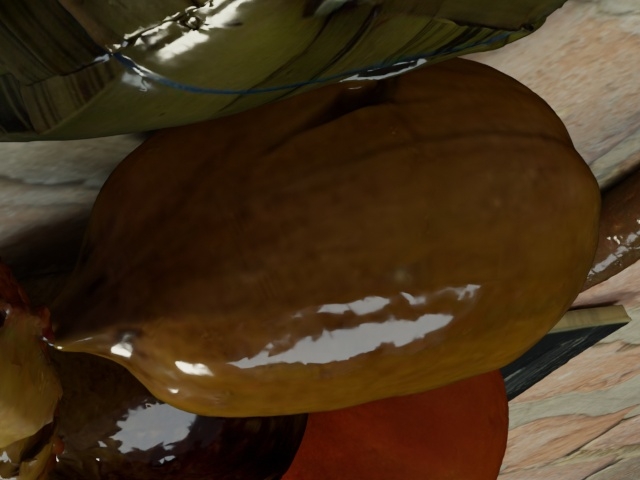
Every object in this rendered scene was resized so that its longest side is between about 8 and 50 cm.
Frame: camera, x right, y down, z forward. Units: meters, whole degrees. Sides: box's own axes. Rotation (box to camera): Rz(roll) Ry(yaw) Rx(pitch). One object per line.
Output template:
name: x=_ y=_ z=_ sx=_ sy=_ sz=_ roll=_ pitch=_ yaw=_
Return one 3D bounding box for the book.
book: x=0.103 y=0.147 z=1.781 sx=0.374 sy=0.028 sz=0.262 roll=-5 pitch=154 yaw=-45

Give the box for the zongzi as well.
zongzi: x=-0.050 y=-0.103 z=0.834 sx=0.289 sy=0.123 sz=0.260 roll=-27 pitch=166 yaw=37

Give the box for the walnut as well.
walnut: x=0.000 y=0.000 z=1.024 sx=0.336 sy=0.209 sz=0.209 roll=-16 pitch=159 yaw=-23

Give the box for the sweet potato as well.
sweet potato: x=0.247 y=-0.010 z=1.493 sx=0.314 sy=0.066 sz=0.072 roll=-38 pitch=164 yaw=26

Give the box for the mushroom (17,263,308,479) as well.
mushroom: x=-0.123 y=0.104 z=1.192 sx=0.278 sy=0.163 sz=0.297 roll=-28 pitch=156 yaw=9

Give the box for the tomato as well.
tomato: x=0.022 y=0.144 z=1.376 sx=0.180 sy=0.260 sz=0.260 roll=16 pitch=138 yaw=-35

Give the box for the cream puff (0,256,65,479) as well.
cream puff: x=-0.290 y=0.080 z=0.818 sx=0.350 sy=0.228 sz=0.350 roll=-23 pitch=150 yaw=-14
